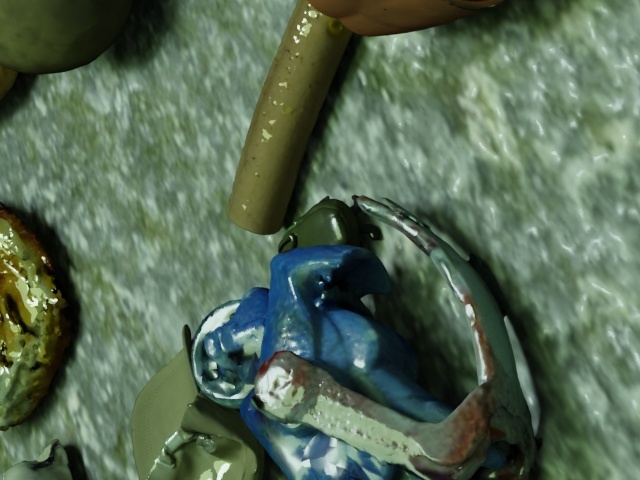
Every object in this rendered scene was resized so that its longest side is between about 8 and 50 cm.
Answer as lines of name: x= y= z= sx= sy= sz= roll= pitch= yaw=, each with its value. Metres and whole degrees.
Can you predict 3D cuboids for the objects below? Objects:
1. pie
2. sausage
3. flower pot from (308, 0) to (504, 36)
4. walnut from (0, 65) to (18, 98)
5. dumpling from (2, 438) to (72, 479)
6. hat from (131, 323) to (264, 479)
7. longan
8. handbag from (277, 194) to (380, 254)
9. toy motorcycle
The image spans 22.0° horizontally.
pie: x=-0.395 y=0.087 z=1.953 sx=0.308 sy=0.085 sz=0.308 roll=3 pitch=94 yaw=50
sausage: x=-0.019 y=-0.142 z=1.506 sx=0.066 sy=0.065 sz=0.301 roll=45 pitch=122 yaw=40
flower pot: x=0.070 y=-0.252 z=1.320 sx=0.173 sy=0.190 sz=0.191 roll=-24 pitch=72 yaw=63
walnut: x=-0.429 y=-0.214 z=1.942 sx=0.180 sy=0.144 sz=0.144 roll=-49 pitch=54 yaw=54
dumpling: x=-0.311 y=0.316 z=1.848 sx=0.176 sy=0.092 sz=0.150 roll=63 pitch=156 yaw=28
hat: x=-0.112 y=0.183 z=1.639 sx=0.166 sy=0.144 sz=0.173 roll=-57 pitch=6 yaw=37
longan: x=-0.300 y=-0.288 z=1.729 sx=0.246 sy=0.246 sz=0.215 roll=3 pitch=50 yaw=51
handbag: x=0.000 y=0.000 z=1.495 sx=0.111 sy=0.047 sz=0.072 roll=-36 pitch=69 yaw=45
toy motorcycle: x=0.046 y=0.113 z=1.381 sx=0.319 sy=0.241 sz=0.182 roll=45 pitch=164 yaw=34
